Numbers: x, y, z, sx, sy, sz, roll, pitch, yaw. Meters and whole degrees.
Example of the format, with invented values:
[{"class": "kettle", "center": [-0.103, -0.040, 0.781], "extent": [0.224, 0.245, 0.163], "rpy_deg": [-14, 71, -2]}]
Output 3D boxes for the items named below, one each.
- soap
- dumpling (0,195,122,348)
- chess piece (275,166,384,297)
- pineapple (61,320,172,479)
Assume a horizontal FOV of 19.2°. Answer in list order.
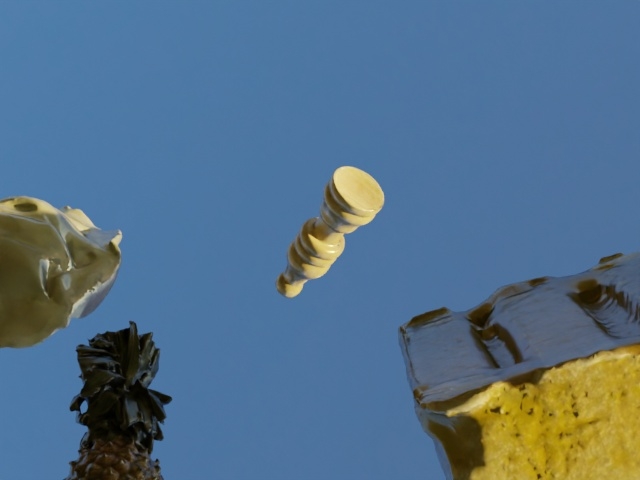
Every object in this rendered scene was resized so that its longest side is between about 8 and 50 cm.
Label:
[{"class": "soap", "center": [0.157, 0.087, 1.222], "extent": [0.199, 0.315, 0.091], "rpy_deg": [-18, -83, 1]}, {"class": "dumpling", "center": [-0.222, 0.023, 1.476], "extent": [0.127, 0.108, 0.188], "rpy_deg": [-1, -151, 29]}, {"class": "chess piece", "center": [0.000, 0.000, 1.103], "extent": [0.092, 0.035, 0.035], "rpy_deg": [-54, -132, 36]}, {"class": "pineapple", "center": [-0.128, 0.126, 1.191], "extent": [0.074, 0.074, 0.159], "rpy_deg": [-12, -123, 16]}]
